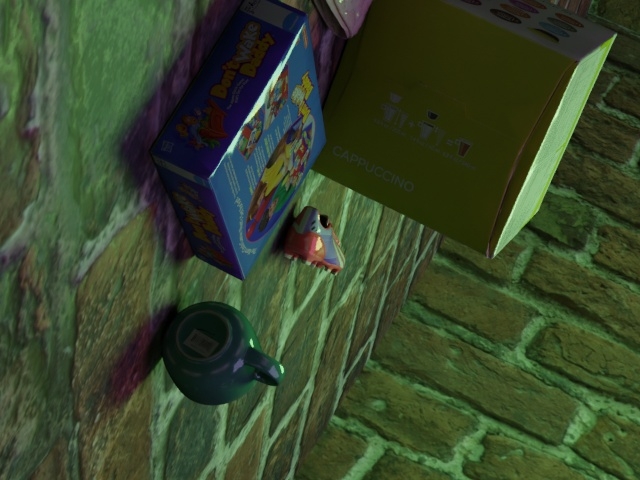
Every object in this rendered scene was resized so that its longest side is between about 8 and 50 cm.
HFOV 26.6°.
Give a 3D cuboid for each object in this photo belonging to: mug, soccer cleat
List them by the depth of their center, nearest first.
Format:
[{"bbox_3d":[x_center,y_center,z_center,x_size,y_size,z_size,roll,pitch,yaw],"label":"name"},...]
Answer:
[{"bbox_3d":[-0.137,0.144,1.834,0.097,0.158,0.129,73,3,-61],"label":"mug"},{"bbox_3d":[0.000,0.000,2.277,0.095,0.083,0.248,-69,165,1],"label":"soccer cleat"}]

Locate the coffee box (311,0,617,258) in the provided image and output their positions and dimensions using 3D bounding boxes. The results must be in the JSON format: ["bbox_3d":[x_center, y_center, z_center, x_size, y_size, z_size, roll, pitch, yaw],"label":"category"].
[{"bbox_3d":[0.224,-0.225,2.136,0.334,0.338,0.338,-36,150,-63],"label":"coffee box"}]

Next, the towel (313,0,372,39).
[{"bbox_3d":[0.079,-0.455,1.761,0.331,0.053,0.317,-62,167,-4],"label":"towel"}]

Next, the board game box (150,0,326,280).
[{"bbox_3d":[-0.090,-0.118,1.675,0.233,0.078,0.347,-60,167,-17],"label":"board game box"}]
